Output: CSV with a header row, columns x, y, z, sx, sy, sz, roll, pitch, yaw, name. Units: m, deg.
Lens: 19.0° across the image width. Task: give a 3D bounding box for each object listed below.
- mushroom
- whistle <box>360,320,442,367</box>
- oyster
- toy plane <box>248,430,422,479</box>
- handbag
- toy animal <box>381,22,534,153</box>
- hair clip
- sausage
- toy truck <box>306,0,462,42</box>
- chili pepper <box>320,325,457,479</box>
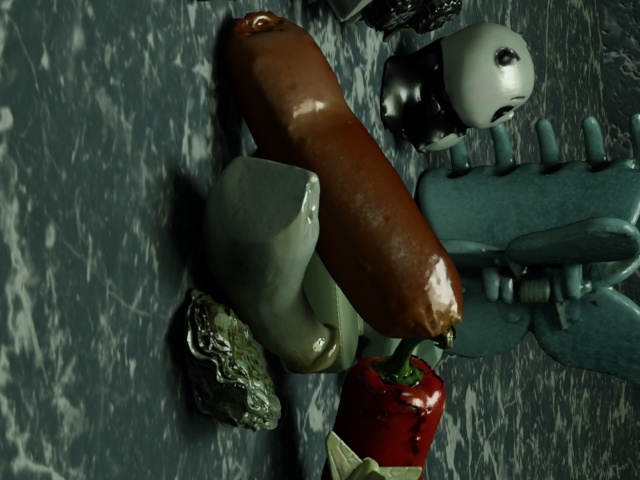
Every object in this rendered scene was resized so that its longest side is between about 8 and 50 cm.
x,y,z,sx,sy,sz,roll,pitch,yaw,name
-0.045,0.025,1.729,0.103,0.118,0.270,-58,157,-27,mushroom
0.097,0.098,2.201,0.101,0.106,0.253,50,25,-17,whistle
-0.081,0.117,1.711,0.125,0.064,0.177,-93,160,-49,oyster
0.005,0.314,1.859,0.244,0.229,0.092,-64,-157,2,toy plane
0.000,0.000,1.945,0.219,0.079,0.256,-56,143,-73,handbag
0.173,-0.186,2.341,0.166,0.179,0.138,-66,138,-67,toy animal
0.275,-0.010,2.418,0.392,0.318,0.238,61,33,-54,hair clip
0.014,-0.057,1.768,0.097,0.094,0.348,-25,79,-39,sausage
0.055,-0.278,2.046,0.136,0.111,0.286,61,23,12,toy truck
0.055,0.225,1.942,0.110,0.110,0.387,-57,164,-60,chili pepper
